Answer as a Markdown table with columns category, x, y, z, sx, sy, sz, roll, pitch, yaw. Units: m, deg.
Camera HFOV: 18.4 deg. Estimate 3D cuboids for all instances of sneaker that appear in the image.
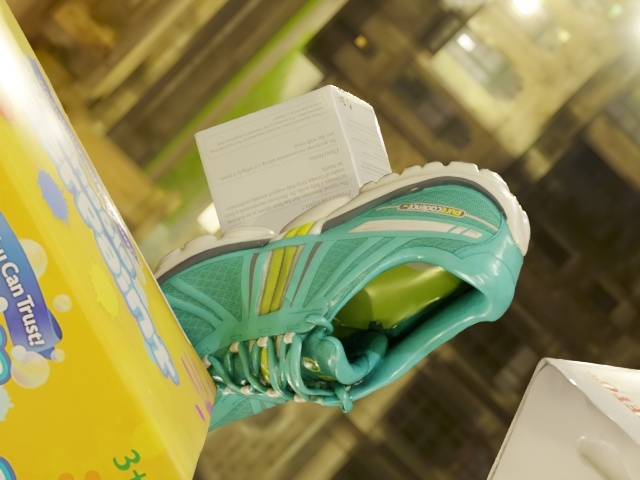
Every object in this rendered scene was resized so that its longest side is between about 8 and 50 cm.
| category | x | y | z | sx | sy | sz | roll | pitch | yaw |
| --- | --- | --- | --- | --- | --- | --- | --- | --- | --- |
| sneaker | -0.014 | 0.046 | 1.076 | 0.275 | 0.107 | 0.110 | -27 | -152 | 18 |

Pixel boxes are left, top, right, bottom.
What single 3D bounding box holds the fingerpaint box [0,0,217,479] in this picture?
| category | x | y | z | sx | sy | sz | roll | pitch | yaw |
| --- | --- | --- | --- | --- | --- | --- | --- | --- | --- |
| fingerpaint box | -0.318 | -0.012 | 0.993 | 0.371 | 0.445 | 0.163 | -25 | -168 | 8 |

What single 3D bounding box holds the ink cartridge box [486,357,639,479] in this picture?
| category | x | y | z | sx | sy | sz | roll | pitch | yaw |
| --- | --- | --- | --- | --- | --- | --- | --- | --- | --- |
| ink cartridge box | 0.406 | 0.267 | 1.957 | 0.285 | 0.395 | 0.166 | 44 | -62 | 50 |

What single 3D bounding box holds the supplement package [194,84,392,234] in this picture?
| category | x | y | z | sx | sy | sz | roll | pitch | yaw |
| --- | --- | --- | --- | --- | --- | --- | --- | --- | --- |
| supplement package | 0.000 | 0.000 | 1.342 | 0.105 | 0.179 | 0.105 | -18 | 171 | 14 |
